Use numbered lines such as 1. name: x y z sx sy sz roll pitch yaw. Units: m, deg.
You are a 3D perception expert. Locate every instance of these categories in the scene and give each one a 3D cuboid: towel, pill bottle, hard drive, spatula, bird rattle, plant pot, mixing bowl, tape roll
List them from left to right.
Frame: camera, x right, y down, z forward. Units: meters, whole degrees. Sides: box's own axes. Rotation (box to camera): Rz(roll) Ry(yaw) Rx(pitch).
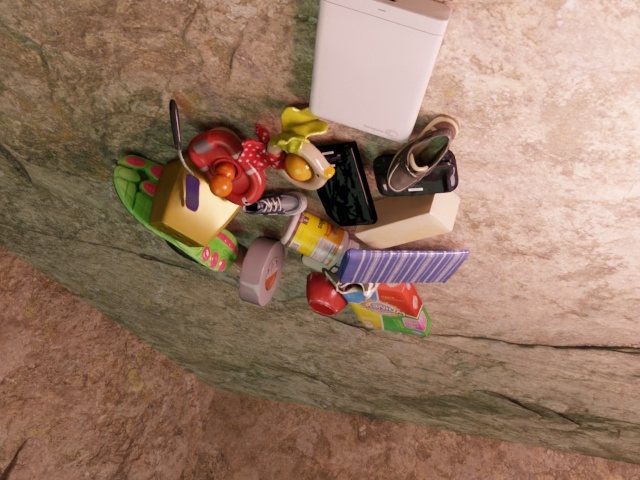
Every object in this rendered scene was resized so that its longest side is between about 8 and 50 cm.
1. spatula: -0.351 -0.215 1.650 0.084 0.030 0.297 26 132 49
2. plant pot: -0.371 -0.094 1.840 0.212 0.187 0.212 33 163 -26
3. tape roll: -0.189 0.099 2.077 0.072 0.219 0.219 15 152 13
4. bird rattle: -0.077 -0.195 1.524 0.207 0.143 0.253 45 143 -14
5. pill bottle: 0.000 0.000 1.879 0.215 0.117 0.117 26 152 -10
6. mixing bowl: 0.020 0.198 2.244 0.181 0.098 0.181 17 152 9
7. hard drive: 0.100 -0.343 1.267 0.233 0.047 0.353 19 153 5
8. towel: 0.221 0.068 1.806 0.335 0.040 0.243 0 159 -6

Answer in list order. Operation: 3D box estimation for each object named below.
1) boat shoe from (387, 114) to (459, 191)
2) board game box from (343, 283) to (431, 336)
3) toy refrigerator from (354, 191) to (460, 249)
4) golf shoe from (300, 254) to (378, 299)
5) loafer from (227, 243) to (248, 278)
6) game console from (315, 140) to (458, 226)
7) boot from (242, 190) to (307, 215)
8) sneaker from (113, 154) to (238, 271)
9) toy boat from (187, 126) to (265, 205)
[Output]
1. boat shoe: 0.212 -0.178 1.397 0.080 0.073 0.223 39 131 -5
2. board game box: 0.217 0.210 2.163 0.242 0.064 0.316 4 148 29
3. toy refrigerator: 0.220 -0.058 1.640 0.094 0.102 0.269 37 148 -28
4. golf shoe: 0.055 0.096 2.017 0.272 0.120 0.105 13 153 19
5. loafer: -0.269 0.090 2.259 0.268 0.102 0.092 45 147 -21
6. game console: 0.152 -0.139 1.534 0.361 0.044 0.213 -2 121 29
7. boot: -0.130 -0.097 1.810 0.190 0.069 0.086 -6 -175 42
8. sneaker: -0.475 -0.064 2.019 0.202 0.185 0.483 -1 138 50
9. toy boat: -0.247 -0.171 1.675 0.151 0.151 0.231 -18 131 29
